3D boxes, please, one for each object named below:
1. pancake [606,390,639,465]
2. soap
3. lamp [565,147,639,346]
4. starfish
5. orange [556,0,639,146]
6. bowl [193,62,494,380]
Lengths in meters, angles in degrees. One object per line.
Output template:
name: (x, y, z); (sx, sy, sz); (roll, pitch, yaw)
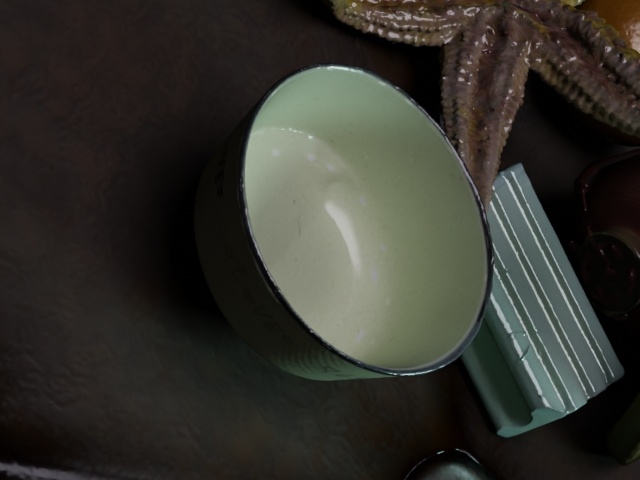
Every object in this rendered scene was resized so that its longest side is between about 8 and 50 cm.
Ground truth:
pancake: (0.362, 0.083, 1.641); (0.294, 0.294, 0.049); (-15, 63, -46)
soap: (0.154, 0.048, 1.602); (0.119, 0.066, 0.198); (-27, 91, -44)
lamp: (0.313, -0.006, 1.703); (0.258, 0.180, 0.180); (-20, 86, -47)
starfish: (0.173, -0.190, 1.635); (0.398, 0.132, 0.384); (-7, 51, -28)
orange: (0.276, -0.160, 1.771); (0.156, 0.124, 0.156); (8, 78, -40)
bowl: (0.000, 0.000, 1.437); (0.237, 0.126, 0.238); (19, 60, -36)
